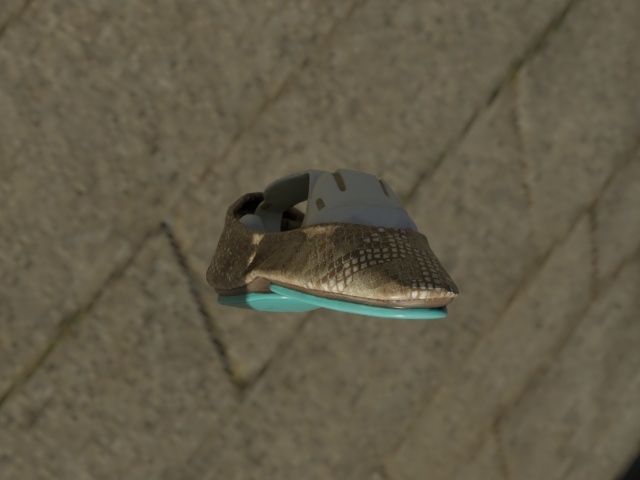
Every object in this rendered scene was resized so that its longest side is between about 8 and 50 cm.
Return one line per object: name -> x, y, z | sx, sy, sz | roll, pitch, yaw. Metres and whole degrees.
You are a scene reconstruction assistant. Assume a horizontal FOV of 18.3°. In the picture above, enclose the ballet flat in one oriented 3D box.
ballet flat -> 0.000, 0.000, 0.906 | 0.073, 0.206, 0.067 | 7, 87, -27
